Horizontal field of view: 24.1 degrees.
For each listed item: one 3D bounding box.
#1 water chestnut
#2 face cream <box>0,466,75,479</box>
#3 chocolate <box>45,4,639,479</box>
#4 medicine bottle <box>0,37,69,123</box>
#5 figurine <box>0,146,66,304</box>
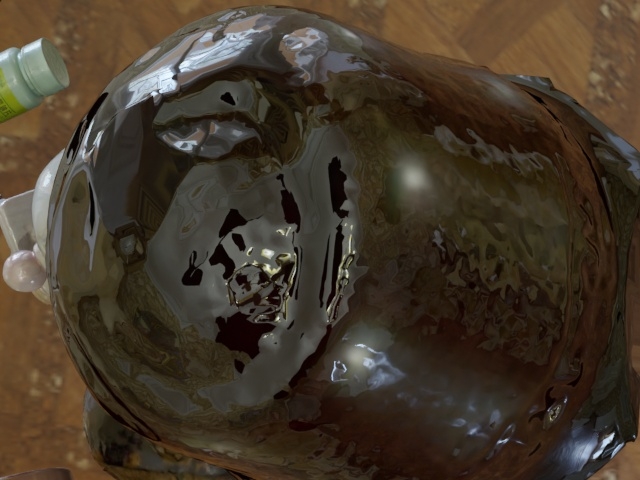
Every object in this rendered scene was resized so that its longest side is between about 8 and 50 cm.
[{"bbox_3d":[-0.095,0.165,1.337,0.224,0.224,0.238,14,105,25],"label":"water chestnut"},{"bbox_3d":[-0.272,0.264,1.282,0.149,0.149,0.104,-22,76,20],"label":"face cream"},{"bbox_3d":[0.000,0.000,1.010,0.384,0.331,0.383,-12,65,27],"label":"chocolate"},{"bbox_3d":[-0.230,-0.113,1.097,0.083,0.047,0.047,-23,73,12],"label":"medicine bottle"},{"bbox_3d":[-0.191,-0.028,1.317,0.257,0.182,0.144,-20,74,62],"label":"figurine"}]
